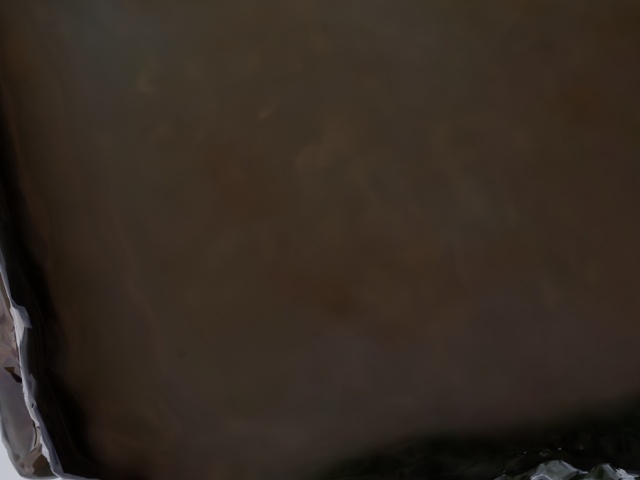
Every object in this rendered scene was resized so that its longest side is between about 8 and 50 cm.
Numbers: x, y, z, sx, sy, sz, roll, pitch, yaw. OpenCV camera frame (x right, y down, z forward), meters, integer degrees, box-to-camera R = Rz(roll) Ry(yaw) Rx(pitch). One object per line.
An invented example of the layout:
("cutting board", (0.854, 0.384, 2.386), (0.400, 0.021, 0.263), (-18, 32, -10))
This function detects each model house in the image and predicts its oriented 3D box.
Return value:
("model house", (0.000, 0.000, 0.413), (0.172, 0.183, 0.166), (127, 129, -70))
